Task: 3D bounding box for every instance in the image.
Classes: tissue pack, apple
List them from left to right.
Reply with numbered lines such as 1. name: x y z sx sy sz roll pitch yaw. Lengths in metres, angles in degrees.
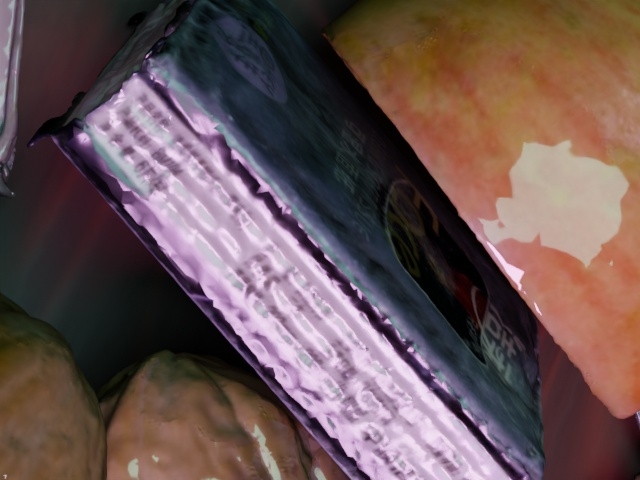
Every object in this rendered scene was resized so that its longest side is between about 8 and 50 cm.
1. tissue pack: 0.000 0.000 1.160 0.122 0.259 0.361 -37 103 20
2. apple: 0.162 -0.069 1.231 0.314 0.252 0.309 -48 112 -36

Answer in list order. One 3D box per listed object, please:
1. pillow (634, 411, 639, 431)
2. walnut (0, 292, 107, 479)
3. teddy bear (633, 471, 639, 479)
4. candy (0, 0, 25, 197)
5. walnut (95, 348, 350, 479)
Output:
1. pillow: 0.329 0.080 1.395 0.233 0.038 0.130 -28 96 -21
2. walnut: -0.234 0.156 0.983 0.283 0.227 0.283 -30 132 -40
3. teddy bear: 0.248 0.262 1.312 0.177 0.140 0.190 34 68 -15
4. candy: -0.269 -0.126 1.108 0.185 0.137 0.195 3 89 -22
5. walnut: -0.074 0.186 1.148 0.198 0.198 0.245 -17 95 -21
